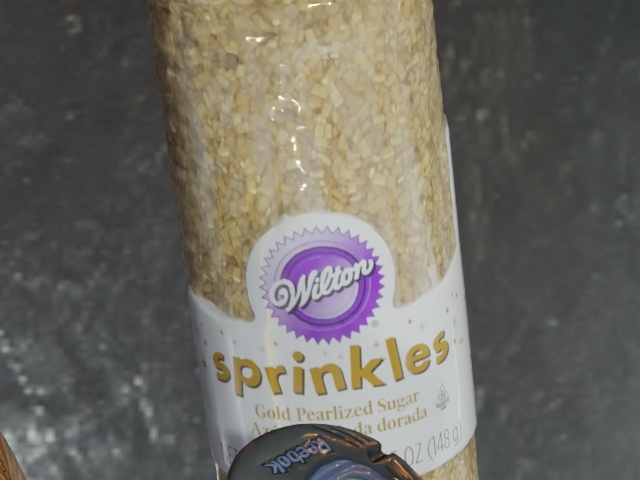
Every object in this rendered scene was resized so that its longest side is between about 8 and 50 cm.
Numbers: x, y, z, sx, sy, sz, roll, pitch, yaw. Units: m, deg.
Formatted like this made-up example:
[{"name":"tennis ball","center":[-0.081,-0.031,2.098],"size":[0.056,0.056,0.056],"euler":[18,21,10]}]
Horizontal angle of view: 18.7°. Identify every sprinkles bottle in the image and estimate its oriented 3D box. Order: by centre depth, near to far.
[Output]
[{"name":"sprinkles bottle","center":[0.000,0.000,0.801],"size":[0.121,0.121,0.355],"euler":[-33,123,-47]}]

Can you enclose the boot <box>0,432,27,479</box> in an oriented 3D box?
[{"name":"boot","center":[-0.117,0.072,0.465],"size":[0.220,0.109,0.283],"euler":[60,2,-23]}]

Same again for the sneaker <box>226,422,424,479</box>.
[{"name":"sneaker","center":[0.042,0.204,0.693],"size":[0.297,0.129,0.111],"euler":[53,34,0]}]
